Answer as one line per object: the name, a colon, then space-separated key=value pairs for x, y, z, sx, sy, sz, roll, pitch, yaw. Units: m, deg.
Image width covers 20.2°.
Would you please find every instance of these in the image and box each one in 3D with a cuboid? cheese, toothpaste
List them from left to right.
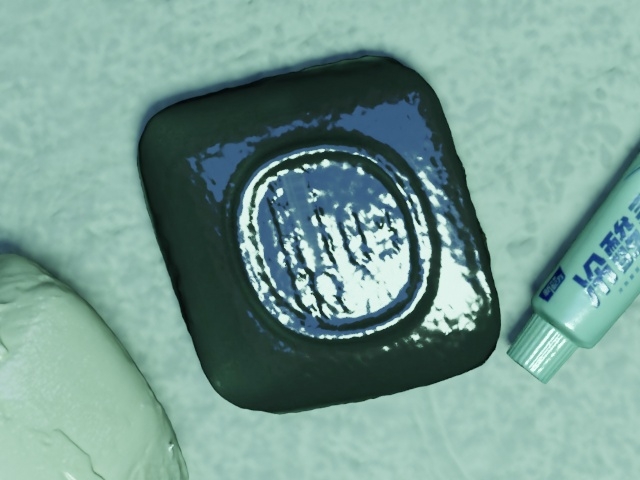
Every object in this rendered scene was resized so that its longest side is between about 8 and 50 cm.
cheese: x=-0.195 y=0.129 z=1.082 sx=0.154 sy=0.189 sz=0.198 roll=-36 pitch=93 yaw=39
toothpaste: x=0.218 y=-0.037 z=1.098 sx=0.075 sy=0.048 sz=0.297 roll=38 pitch=94 yaw=2

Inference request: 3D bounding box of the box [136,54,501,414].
box: x=0.000 y=0.000 z=1.115 sx=0.201 sy=0.042 sz=0.212 roll=-15 pitch=96 yaw=3
